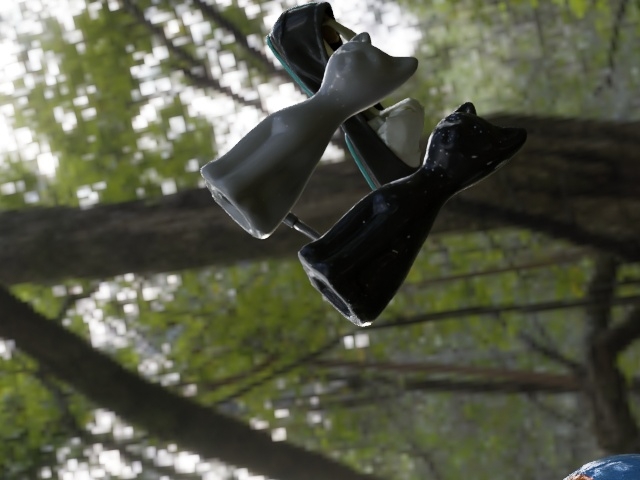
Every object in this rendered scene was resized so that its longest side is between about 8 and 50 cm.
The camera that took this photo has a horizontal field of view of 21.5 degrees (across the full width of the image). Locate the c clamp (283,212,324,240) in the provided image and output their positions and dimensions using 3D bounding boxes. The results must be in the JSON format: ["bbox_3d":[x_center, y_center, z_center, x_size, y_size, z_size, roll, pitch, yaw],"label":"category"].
[{"bbox_3d":[0.000,0.000,2.313,0.022,0.161,0.137,-57,-2,-3],"label":"c clamp"}]

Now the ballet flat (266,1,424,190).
[{"bbox_3d":[0.052,-0.149,1.892,0.280,0.096,0.095,52,-155,-13],"label":"ballet flat"}]

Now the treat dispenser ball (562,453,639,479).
[{"bbox_3d":[0.407,0.420,2.175,0.288,0.288,0.288,29,-124,-57],"label":"treat dispenser ball"}]

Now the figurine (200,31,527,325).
[{"bbox_3d":[0.034,-0.067,1.418,0.209,0.215,0.092,-45,-33,-9],"label":"figurine"}]
